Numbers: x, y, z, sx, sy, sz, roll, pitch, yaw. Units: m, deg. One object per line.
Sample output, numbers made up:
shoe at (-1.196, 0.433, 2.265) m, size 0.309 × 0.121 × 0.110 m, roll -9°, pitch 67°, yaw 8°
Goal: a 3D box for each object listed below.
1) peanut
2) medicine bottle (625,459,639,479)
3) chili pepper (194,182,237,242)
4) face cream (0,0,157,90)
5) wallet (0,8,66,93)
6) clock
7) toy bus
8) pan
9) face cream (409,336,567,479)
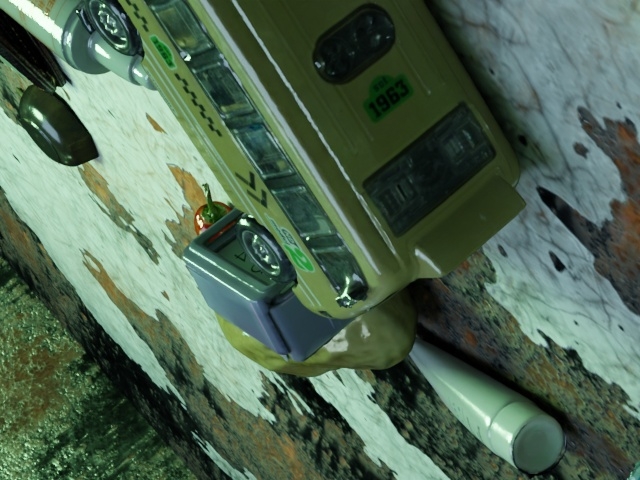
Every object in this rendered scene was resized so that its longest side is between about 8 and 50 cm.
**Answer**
peanut at (-0.007, 0.067, 1.734) m, size 0.149 × 0.149 × 0.313 m, roll 54°, pitch 159°, yaw -12°
medicine bottle at (0.322, 0.239, 1.368) m, size 0.191 × 0.051 × 0.051 m, roll 41°, pitch 162°, yaw 28°
chili pepper at (-0.115, 0.002, 2.011) m, size 0.050 × 0.059 × 0.191 m, roll 32°, pitch 155°, yaw 27°
face cream at (-0.229, -0.220, 1.745) m, size 0.251 × 0.101 × 0.101 m, roll 40°, pitch 161°, yaw 33°
wallet at (-0.444, -0.304, 2.211) m, size 0.221 × 0.071 × 0.262 m, roll 28°, pitch 159°, yaw 52°
clock at (0.001, 0.001, 1.446) m, size 0.144 × 0.193 × 0.073 m, roll 27°, pitch 150°, yaw 54°
toy bus at (-0.014, -0.123, 1.248) m, size 0.365 × 0.177 × 0.202 m, roll 56°, pitch 157°, yaw -15°
pan at (-0.372, -0.149, 2.384) m, size 0.128 × 0.048 × 0.202 m, roll 54°, pitch 164°, yaw -14°
face cream at (0.145, 0.149, 1.650) m, size 0.092 × 0.058 × 0.243 m, roll 53°, pitch 171°, yaw -27°
